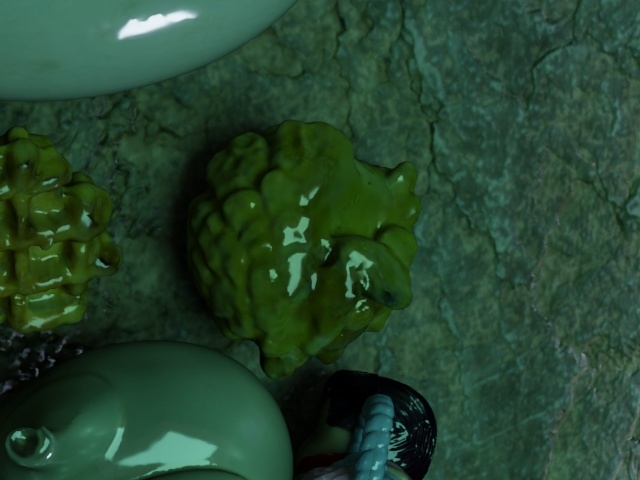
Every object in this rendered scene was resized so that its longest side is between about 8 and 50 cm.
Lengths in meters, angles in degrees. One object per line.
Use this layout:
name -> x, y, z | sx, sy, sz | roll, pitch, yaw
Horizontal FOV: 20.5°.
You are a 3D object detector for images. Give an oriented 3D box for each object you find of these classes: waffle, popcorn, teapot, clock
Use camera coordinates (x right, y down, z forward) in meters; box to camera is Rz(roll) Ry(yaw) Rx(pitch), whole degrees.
waffle -> -0.246, 0.032, 1.010 | 0.249, 0.056, 0.253 | 22, 113, -45
popcorn -> -0.006, 0.000, 1.184 | 0.174, 0.142, 0.173 | 7, 73, -22
teapot -> -0.138, 0.211, 1.116 | 0.220, 0.149, 0.318 | 10, 119, -27
clock -> 0.019, 0.185, 1.201 | 0.100, 0.194, 0.195 | 16, 83, -3

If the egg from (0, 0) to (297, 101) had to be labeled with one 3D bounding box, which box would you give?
egg -> -0.155, -0.211, 0.940 | 0.389, 0.276, 0.276 | -3, 100, -37
